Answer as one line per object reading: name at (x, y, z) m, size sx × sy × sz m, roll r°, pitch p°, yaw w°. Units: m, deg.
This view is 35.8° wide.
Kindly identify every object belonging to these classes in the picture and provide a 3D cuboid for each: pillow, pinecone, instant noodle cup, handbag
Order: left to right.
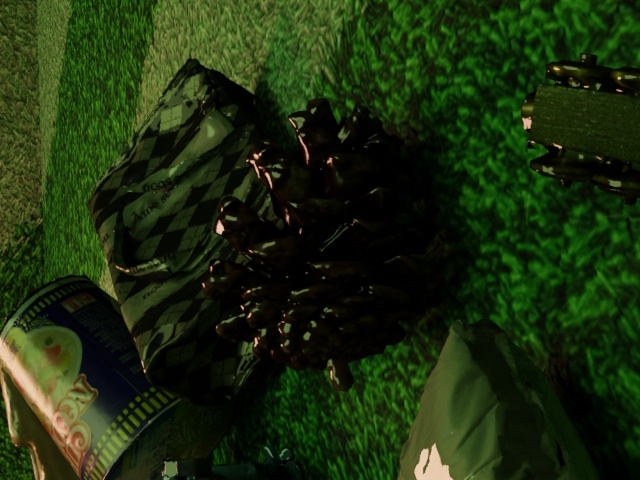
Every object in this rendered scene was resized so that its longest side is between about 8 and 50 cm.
instant noodle cup at (-0.324, 0.219, 1.513) m, size 0.312 × 0.284 × 0.284 m, roll 40°, pitch 133°, yaw 21°
handbag at (-0.143, -0.028, 1.333) m, size 0.317 × 0.180 × 0.416 m, roll -50°, pitch 39°, yaw 16°
pinecone at (0.000, 0.000, 1.011) m, size 0.244 × 0.244 × 0.309 m, roll 136°, pitch 143°, yaw -57°
pillow at (0.151, 0.266, 0.822) m, size 0.283 × 0.138 × 0.310 m, roll 102°, pitch 154°, yaw -45°

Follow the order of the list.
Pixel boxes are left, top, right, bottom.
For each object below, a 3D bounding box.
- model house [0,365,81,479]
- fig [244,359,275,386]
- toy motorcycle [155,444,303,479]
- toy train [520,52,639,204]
model house at (-0.391, 0.350, 1.803) m, size 0.342 × 0.334 × 0.382 m, roll 142°, pitch 118°, yaw -72°
fig at (-0.120, 0.162, 1.426) m, size 0.109 × 0.103 × 0.155 m, roll 60°, pitch 161°, yaw 7°
toy motorcycle at (-0.124, 0.338, 1.318) m, size 0.272 × 0.182 × 0.124 m, roll 26°, pitch -123°, yaw -67°
toy train at (0.233, -0.065, 0.630) m, size 0.225 × 0.137 × 0.090 m, roll 26°, pitch 110°, yaw 58°
